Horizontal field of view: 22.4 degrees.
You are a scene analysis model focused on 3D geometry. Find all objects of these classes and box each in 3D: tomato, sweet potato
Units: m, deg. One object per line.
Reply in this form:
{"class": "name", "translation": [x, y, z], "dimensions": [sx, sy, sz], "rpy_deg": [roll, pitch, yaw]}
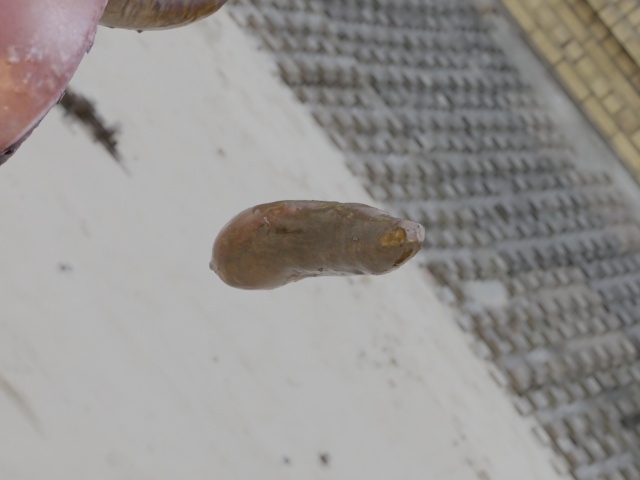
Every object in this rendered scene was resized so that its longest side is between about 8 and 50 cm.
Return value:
{"class": "tomato", "translation": [-0.204, -0.140, 0.833], "dimensions": [0.112, 0.199, 0.228], "rpy_deg": [35, 41, -45]}
{"class": "sweet potato", "translation": [0.002, -0.001, 1.654], "dimensions": [0.097, 0.292, 0.097], "rpy_deg": [10, 77, -47]}

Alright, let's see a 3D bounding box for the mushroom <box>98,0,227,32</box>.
{"class": "mushroom", "translation": [-0.149, -0.312, 1.350], "dimensions": [0.263, 0.283, 0.195], "rpy_deg": [35, -6, -24]}
